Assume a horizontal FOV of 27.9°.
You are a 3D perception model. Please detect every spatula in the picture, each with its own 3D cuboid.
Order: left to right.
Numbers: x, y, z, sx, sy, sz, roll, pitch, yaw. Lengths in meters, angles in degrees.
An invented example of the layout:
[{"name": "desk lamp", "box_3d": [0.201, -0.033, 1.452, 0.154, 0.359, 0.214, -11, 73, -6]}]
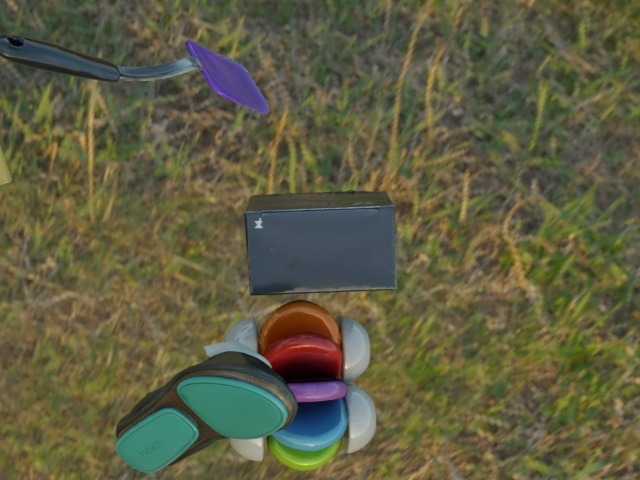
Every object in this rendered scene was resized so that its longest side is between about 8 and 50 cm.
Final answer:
[{"name": "spatula", "box_3d": [-0.164, -0.157, 1.175, 0.296, 0.030, 0.084, 0, 46, -41]}]

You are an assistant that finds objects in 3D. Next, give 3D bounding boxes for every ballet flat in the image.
[{"name": "ballet flat", "box_3d": [-0.109, 0.150, 1.266, 0.095, 0.280, 0.096, 47, 48, -17]}]

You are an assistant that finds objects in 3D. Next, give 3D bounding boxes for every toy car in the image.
[{"name": "toy car", "box_3d": [-0.019, 0.151, 1.371, 0.159, 0.136, 0.182, -2, 77, -9]}]

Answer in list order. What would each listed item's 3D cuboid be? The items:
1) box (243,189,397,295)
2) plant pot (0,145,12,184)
[{"name": "box", "box_3d": [0.000, 0.000, 1.391, 0.156, 0.158, 0.093, -2, 98, 0]}, {"name": "plant pot", "box_3d": [-0.359, -0.098, 1.282, 0.081, 0.081, 0.083, -14, 112, -14]}]
